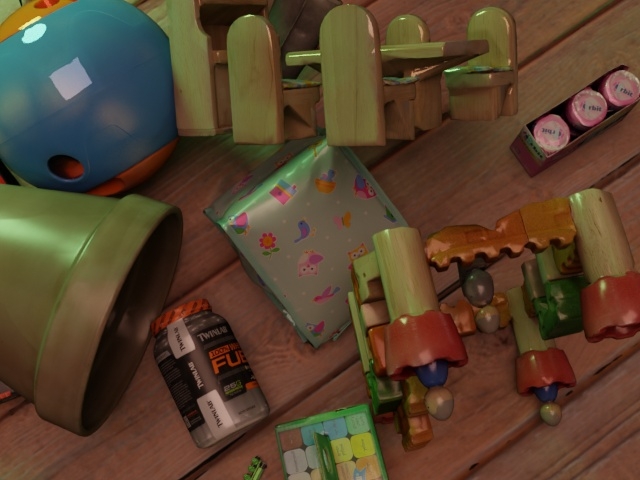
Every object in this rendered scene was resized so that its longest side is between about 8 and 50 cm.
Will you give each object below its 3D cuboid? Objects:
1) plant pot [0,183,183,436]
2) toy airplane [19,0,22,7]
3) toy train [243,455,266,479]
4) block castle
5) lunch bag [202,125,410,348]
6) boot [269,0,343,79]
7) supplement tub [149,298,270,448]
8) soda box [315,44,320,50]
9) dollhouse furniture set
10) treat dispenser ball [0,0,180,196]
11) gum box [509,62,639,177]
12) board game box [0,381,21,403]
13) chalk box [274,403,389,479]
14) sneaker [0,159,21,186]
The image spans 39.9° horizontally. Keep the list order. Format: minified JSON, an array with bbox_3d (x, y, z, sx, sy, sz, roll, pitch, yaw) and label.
[{"bbox_3d":[-0.370,0.058,1.160,0.280,0.323,0.323,21,79,3],"label":"plant pot"},{"bbox_3d":[-0.414,-0.405,1.411,0.151,0.028,0.151,0,77,1],"label":"toy airplane"},{"bbox_3d":[-0.103,0.349,1.259,0.024,0.017,0.083,28,79,-4],"label":"toy train"},{"bbox_3d":[0.203,0.128,1.086,0.303,0.453,0.212,-10,71,-2],"label":"block castle"},{"bbox_3d":[0.000,0.000,1.257,0.223,0.160,0.262,-40,112,-8],"label":"lunch bag"},{"bbox_3d":[-0.028,-0.271,1.320,0.190,0.076,0.208,39,104,7],"label":"boot"},{"bbox_3d":[-0.160,0.186,1.242,0.117,0.117,0.190,-27,80,-5],"label":"supplement tub"},{"bbox_3d":[0.019,-0.301,1.371,0.058,0.063,0.183,-39,81,-8],"label":"soda box"},{"bbox_3d":[0.005,-0.267,1.111,0.394,0.362,0.256,5,105,35],"label":"dollhouse furniture set"},{"bbox_3d":[-0.330,-0.202,1.236,0.288,0.288,0.288,0,78,0],"label":"treat dispenser ball"},{"bbox_3d":[0.387,-0.180,1.322,0.188,0.107,0.062,-32,80,-7],"label":"gum box"},{"bbox_3d":[-0.469,0.148,1.286,0.141,0.048,0.170,-21,79,-5],"label":"board game box"},{"bbox_3d":[0.020,0.301,1.157,0.132,0.213,0.132,-12,66,-2],"label":"chalk box"},{"bbox_3d":[-0.552,-0.114,1.277,0.145,0.090,0.270,-29,110,-2],"label":"sneaker"}]
